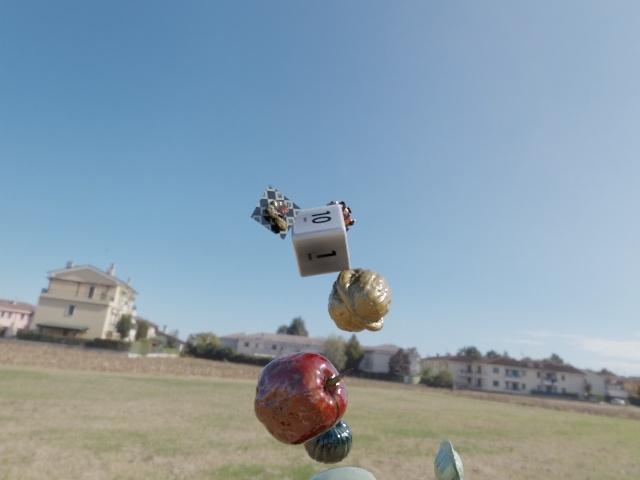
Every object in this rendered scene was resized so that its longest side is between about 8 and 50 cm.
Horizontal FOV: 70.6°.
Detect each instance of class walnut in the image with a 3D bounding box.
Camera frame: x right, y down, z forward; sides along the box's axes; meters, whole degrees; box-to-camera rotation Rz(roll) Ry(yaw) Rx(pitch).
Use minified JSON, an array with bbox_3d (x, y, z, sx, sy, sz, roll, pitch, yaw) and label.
[{"bbox_3d":[0.137,0.212,1.575,0.224,0.257,0.257,-34,-31,19],"label":"walnut"}]

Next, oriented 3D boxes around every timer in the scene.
[{"bbox_3d":[0.000,0.000,1.682,0.194,0.192,0.195,-10,-57,2],"label":"timer"}]

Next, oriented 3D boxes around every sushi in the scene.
[{"bbox_3d":[-0.121,-0.086,1.293,0.120,0.126,0.026,35,-31,-15],"label":"sushi"}]

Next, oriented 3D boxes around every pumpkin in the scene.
[{"bbox_3d":[0.032,0.858,1.960,0.220,0.162,0.220,15,16,-4],"label":"pumpkin"}]

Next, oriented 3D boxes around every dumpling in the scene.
[{"bbox_3d":[0.504,0.864,1.741,0.107,0.153,0.219,26,-9,-5],"label":"dumpling"}]

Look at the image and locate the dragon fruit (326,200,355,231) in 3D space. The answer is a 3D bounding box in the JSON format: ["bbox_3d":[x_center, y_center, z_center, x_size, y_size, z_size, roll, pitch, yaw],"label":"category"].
[{"bbox_3d":[0.088,-0.077,2.072,0.137,0.135,0.236,-22,-60,-3],"label":"dragon fruit"}]

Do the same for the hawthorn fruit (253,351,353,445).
[{"bbox_3d":[-0.056,0.437,1.262,0.258,0.259,0.261,13,-17,-25],"label":"hawthorn fruit"}]

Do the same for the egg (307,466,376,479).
[{"bbox_3d":[0.040,0.833,1.338,0.335,0.279,0.278,-15,-10,-15],"label":"egg"}]
